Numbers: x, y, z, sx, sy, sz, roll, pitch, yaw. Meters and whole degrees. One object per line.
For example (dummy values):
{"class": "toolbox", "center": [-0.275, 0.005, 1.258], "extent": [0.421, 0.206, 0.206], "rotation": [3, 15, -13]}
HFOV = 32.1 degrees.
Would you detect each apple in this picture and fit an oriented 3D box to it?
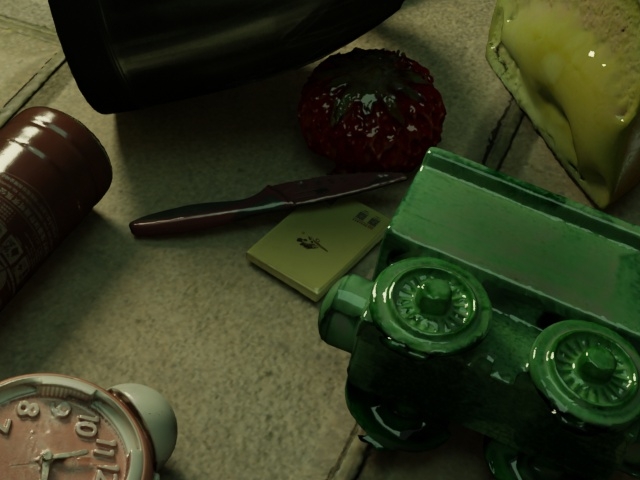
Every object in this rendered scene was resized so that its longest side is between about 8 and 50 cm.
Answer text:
{"class": "apple", "center": [0.262, -0.182, 1.030], "extent": [0.120, 0.193, 0.265], "rotation": [-5, 44, -22]}

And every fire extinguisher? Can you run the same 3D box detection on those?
{"class": "fire extinguisher", "center": [-0.303, 0.021, 0.841], "extent": [0.102, 0.138, 0.344], "rotation": [-14, 31, 42]}

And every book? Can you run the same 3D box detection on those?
{"class": "book", "center": [0.000, 0.000, 0.955], "extent": [0.077, 0.014, 0.111], "rotation": [29, 52, 24]}

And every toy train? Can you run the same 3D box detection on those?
{"class": "toy train", "center": [0.139, 0.069, 0.804], "extent": [0.266, 0.145, 0.202], "rotation": [23, 49, 10]}

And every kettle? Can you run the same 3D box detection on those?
{"class": "kettle", "center": [-0.062, -0.257, 1.044], "extent": [0.324, 0.228, 0.321], "rotation": [-10, 5, 4]}

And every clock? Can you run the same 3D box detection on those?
{"class": "clock", "center": [-0.182, 0.166, 0.749], "extent": [0.162, 0.092, 0.166], "rotation": [12, 47, -4]}

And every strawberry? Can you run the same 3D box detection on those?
{"class": "strawberry", "center": [0.048, -0.124, 1.026], "extent": [0.145, 0.086, 0.145], "rotation": [-5, 45, 5]}

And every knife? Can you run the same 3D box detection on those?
{"class": "knife", "center": [-0.045, -0.034, 0.973], "extent": [0.247, 0.018, 0.035], "rotation": [-11, 36, -8]}
